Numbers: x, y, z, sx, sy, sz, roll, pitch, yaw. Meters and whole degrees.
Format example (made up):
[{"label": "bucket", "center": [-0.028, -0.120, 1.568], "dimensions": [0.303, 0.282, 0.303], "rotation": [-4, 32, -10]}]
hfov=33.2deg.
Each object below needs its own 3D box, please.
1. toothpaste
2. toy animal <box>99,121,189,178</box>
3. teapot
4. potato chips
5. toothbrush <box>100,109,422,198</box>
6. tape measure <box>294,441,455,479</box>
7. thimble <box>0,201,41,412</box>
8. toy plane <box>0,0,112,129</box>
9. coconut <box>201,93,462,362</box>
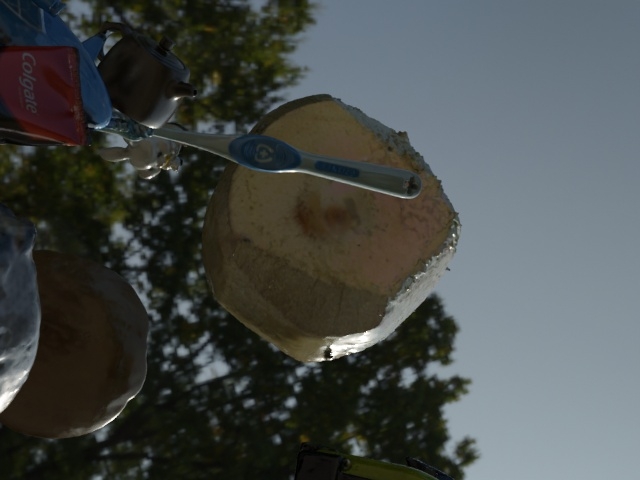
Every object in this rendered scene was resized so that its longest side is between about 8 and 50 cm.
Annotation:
[{"label": "toothpaste", "center": [-0.217, -0.077, 0.545], "dimensions": [0.045, 0.193, 0.071], "rotation": [114, -30, -52]}, {"label": "toy animal", "center": [-0.238, -0.131, 1.514], "dimensions": [0.085, 0.124, 0.071], "rotation": [47, -61, 0]}, {"label": "teapot", "center": [-0.152, -0.149, 0.921], "dimensions": [0.121, 0.076, 0.068], "rotation": [45, -74, 25]}, {"label": "potato chips", "center": [-0.273, 0.098, 1.040], "dimensions": [0.195, 0.062, 0.208], "rotation": [-44, -93, 7]}, {"label": "toothbrush", "center": [-0.052, -0.088, 1.101], "dimensions": [0.040, 0.386, 0.040], "rotation": [-20, -115, 53]}, {"label": "tape measure", "center": [0.049, 0.260, 0.842], "dimensions": [0.186, 0.112, 0.199], "rotation": [9, -116, 14]}, {"label": "thimble", "center": [-0.328, 0.051, 0.788], "dimensions": [0.245, 0.157, 0.217], "rotation": [-40, -98, 38]}, {"label": "toy plane", "center": [-0.254, -0.186, 0.789], "dimensions": [0.271, 0.105, 0.254], "rotation": [40, -45, -24]}, {"label": "coconut", "center": [0.000, 0.000, 1.698], "dimensions": [0.404, 0.404, 0.405], "rotation": [6, -80, 39]}]
